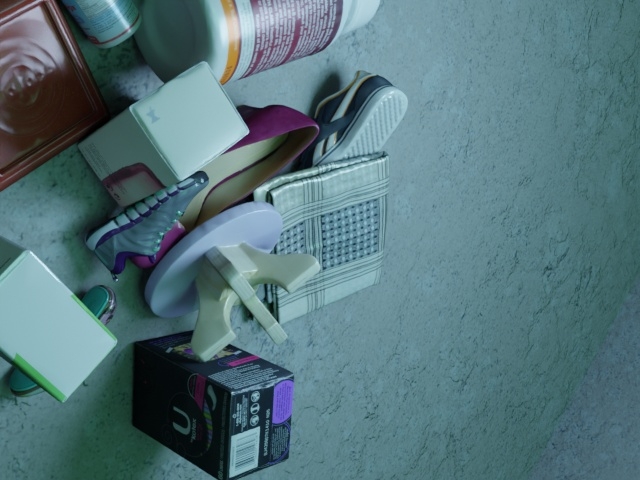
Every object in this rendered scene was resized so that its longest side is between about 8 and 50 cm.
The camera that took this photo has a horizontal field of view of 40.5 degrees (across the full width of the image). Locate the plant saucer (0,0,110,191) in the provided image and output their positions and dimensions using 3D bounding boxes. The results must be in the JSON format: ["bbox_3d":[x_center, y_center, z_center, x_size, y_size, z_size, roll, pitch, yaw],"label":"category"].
[{"bbox_3d":[-0.438,-0.221,1.246,0.258,0.047,0.259,-41,129,-31],"label":"plant saucer"}]

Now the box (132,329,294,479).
[{"bbox_3d":[-0.190,0.274,1.487,0.143,0.270,0.165,-8,108,-45],"label":"box"}]

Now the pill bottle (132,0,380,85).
[{"bbox_3d":[-0.095,-0.396,1.425,0.392,0.224,0.224,-28,121,-38],"label":"pill bottle"}]

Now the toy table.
[{"bbox_3d":[-0.146,0.075,1.479,0.274,0.161,0.252,-44,147,3],"label":"toy table"}]

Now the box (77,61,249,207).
[{"bbox_3d":[-0.242,-0.155,1.316,0.148,0.232,0.127,-41,105,-31],"label":"box"}]

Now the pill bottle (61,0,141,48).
[{"bbox_3d":[-0.339,-0.368,1.271,0.087,0.087,0.160,-53,136,-22],"label":"pill bottle"}]

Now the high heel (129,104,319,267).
[{"bbox_3d":[-0.167,-0.093,1.468,0.377,0.181,0.127,-56,135,-19],"label":"high heel"}]

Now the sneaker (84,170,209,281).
[{"bbox_3d":[-0.263,-0.025,1.400,0.223,0.083,0.098,-31,100,3],"label":"sneaker"}]

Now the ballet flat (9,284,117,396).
[{"bbox_3d":[-0.400,0.171,1.392,0.222,0.076,0.079,-53,153,-22],"label":"ballet flat"}]

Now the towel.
[{"bbox_3d":[0.000,0.000,1.681,0.324,0.056,0.312,-17,127,-28],"label":"towel"}]

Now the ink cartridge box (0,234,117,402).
[{"bbox_3d":[-0.433,0.079,1.174,0.115,0.272,0.198,-51,132,-20],"label":"ink cartridge box"}]

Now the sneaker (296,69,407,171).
[{"bbox_3d":[0.036,-0.187,1.712,0.126,0.127,0.321,22,110,-49],"label":"sneaker"}]
